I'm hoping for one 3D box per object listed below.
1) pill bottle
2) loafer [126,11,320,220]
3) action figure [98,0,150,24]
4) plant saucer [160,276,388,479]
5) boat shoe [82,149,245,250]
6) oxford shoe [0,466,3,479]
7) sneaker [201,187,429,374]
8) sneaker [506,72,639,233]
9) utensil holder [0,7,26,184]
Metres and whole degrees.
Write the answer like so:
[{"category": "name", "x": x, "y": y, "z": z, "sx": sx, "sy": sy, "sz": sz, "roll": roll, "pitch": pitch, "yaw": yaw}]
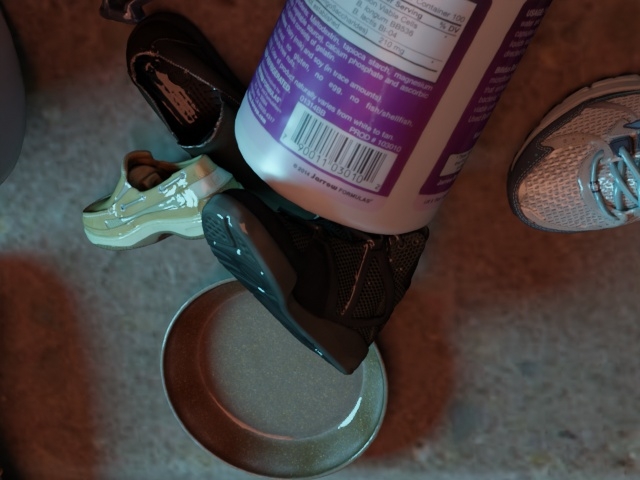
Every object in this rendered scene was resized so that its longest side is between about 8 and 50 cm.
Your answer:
[{"category": "pill bottle", "x": 0.068, "y": -0.168, "z": 1.072, "sx": 0.169, "sy": 0.169, "sz": 0.301, "roll": 28, "pitch": 116, "yaw": 1}, {"category": "loafer", "x": -0.078, "y": -0.080, "z": 1.197, "sx": 0.220, "sy": 0.078, "sz": 0.080, "roll": 43, "pitch": 116, "yaw": -7}, {"category": "action figure", "x": -0.138, "y": -0.312, "z": 1.032, "sx": 0.330, "sy": 0.178, "sz": 0.341, "roll": 0, "pitch": 106, "yaw": 33}, {"category": "plant saucer", "x": -0.037, "y": 0.112, "z": 1.297, "sx": 0.199, "sy": 0.036, "sz": 0.198, "roll": 5, "pitch": 114, "yaw": 12}, {"category": "boat shoe", "x": -0.134, "y": -0.041, "z": 1.208, "sx": 0.190, "sy": 0.068, "sz": 0.072, "roll": -9, "pitch": 121, "yaw": 45}, {"category": "oxford shoe", "x": -0.338, "y": 0.218, "z": 1.390, "sx": 0.147, "sy": 0.140, "sz": 0.396, "roll": 5, "pitch": 114, "yaw": -23}, {"category": "sneaker", "x": 0.000, "y": 0.000, "z": 1.149, "sx": 0.130, "sy": 0.087, "sz": 0.227, "roll": -52, "pitch": 138, "yaw": -8}, {"category": "sneaker", "x": 0.264, "y": -0.066, "z": 1.094, "sx": 0.283, "sy": 0.122, "sz": 0.110, "roll": -17, "pitch": 108, "yaw": 20}, {"category": "utensil holder", "x": -0.469, "y": -0.096, "z": 1.152, "sx": 0.386, "sy": 0.327, "sz": 0.327, "roll": -24, "pitch": 106, "yaw": 21}]
